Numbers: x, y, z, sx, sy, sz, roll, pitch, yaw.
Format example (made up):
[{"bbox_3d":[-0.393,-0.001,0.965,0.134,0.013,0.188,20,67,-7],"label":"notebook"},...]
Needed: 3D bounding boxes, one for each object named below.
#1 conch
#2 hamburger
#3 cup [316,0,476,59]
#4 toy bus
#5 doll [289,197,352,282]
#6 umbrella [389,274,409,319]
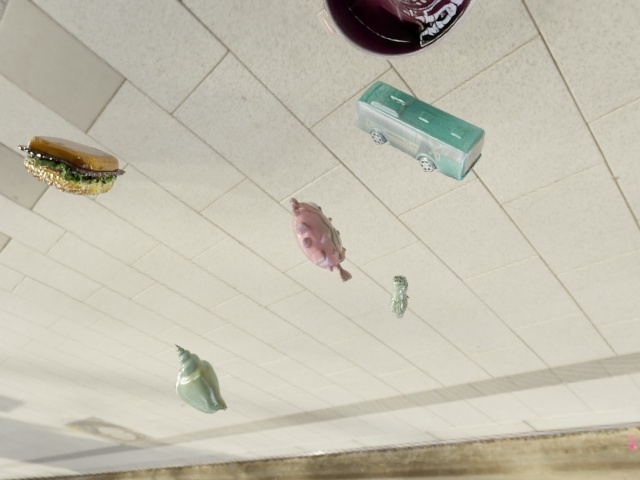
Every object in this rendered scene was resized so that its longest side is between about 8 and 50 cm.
[{"bbox_3d":[-0.265,0.297,0.861,0.180,0.088,0.065,58,156,-1],"label":"conch"},{"bbox_3d":[-0.481,-0.139,0.778,0.165,0.137,0.087,21,102,7],"label":"hamburger"},{"bbox_3d":[0.130,-0.409,0.619,0.208,0.273,0.288,30,144,-4],"label":"cup"},{"bbox_3d":[0.184,-0.216,0.790,0.261,0.091,0.109,34,163,23],"label":"toy bus"},{"bbox_3d":[0.000,0.000,1.050,0.093,0.211,0.262,-32,96,21],"label":"doll"},{"bbox_3d":[0.236,0.171,1.213,0.062,0.067,0.144,-4,113,-4],"label":"umbrella"}]
